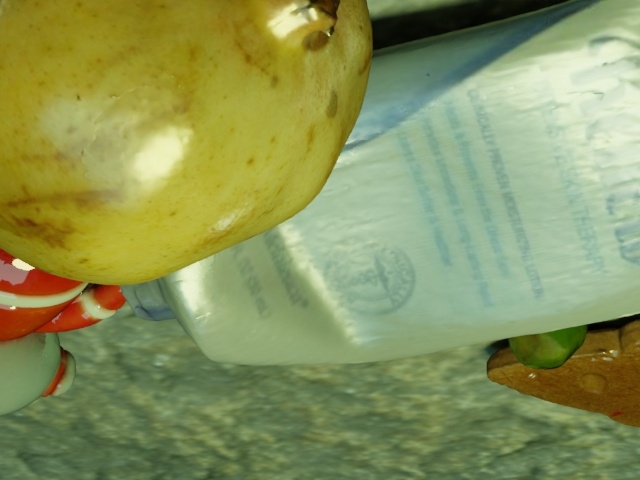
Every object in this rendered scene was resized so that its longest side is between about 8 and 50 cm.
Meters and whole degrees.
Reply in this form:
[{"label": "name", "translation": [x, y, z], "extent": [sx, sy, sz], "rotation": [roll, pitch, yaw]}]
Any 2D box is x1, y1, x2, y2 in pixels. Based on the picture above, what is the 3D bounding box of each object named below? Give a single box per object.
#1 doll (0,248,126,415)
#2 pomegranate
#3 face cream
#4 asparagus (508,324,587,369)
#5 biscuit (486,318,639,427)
[{"label": "doll", "translation": [-0.250, 0.049, 1.373], "extent": [0.199, 0.105, 0.336], "rotation": [12, 142, -16]}, {"label": "pomegranate", "translation": [-0.095, -0.099, 0.932], "extent": [0.264, 0.264, 0.264], "rotation": [4, 150, 2]}, {"label": "face cream", "translation": [0.067, -0.025, 1.140], "extent": [0.420, 0.137, 0.235], "rotation": [-13, 119, 16]}, {"label": "asparagus", "translation": [0.141, 0.010, 1.278], "extent": [0.067, 0.060, 0.278], "rotation": [-16, 146, 11]}, {"label": "biscuit", "translation": [0.273, 0.106, 1.447], "extent": [0.280, 0.043, 0.183], "rotation": [5, 147, 9]}]
